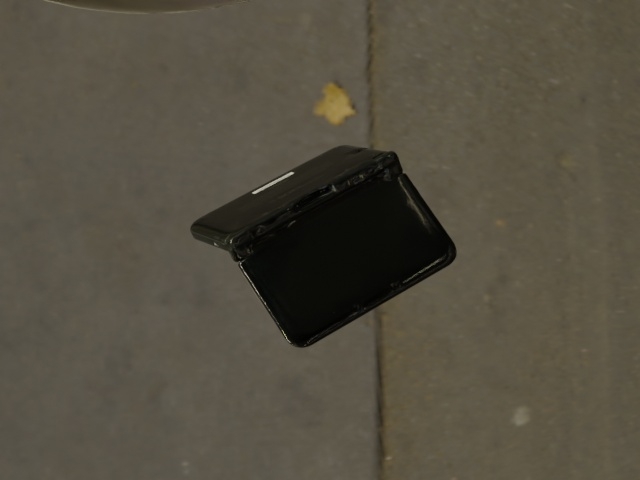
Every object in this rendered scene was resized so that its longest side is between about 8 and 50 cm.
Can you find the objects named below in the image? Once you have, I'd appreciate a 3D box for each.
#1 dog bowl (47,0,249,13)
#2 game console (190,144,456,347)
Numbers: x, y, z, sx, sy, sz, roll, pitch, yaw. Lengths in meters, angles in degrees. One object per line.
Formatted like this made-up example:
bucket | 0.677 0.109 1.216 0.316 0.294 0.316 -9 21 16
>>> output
dog bowl | -0.081 -0.267 0.560 0.102 0.349 0.348 30 105 56
game console | 0.000 0.000 0.875 0.107 0.122 0.071 16 131 62
